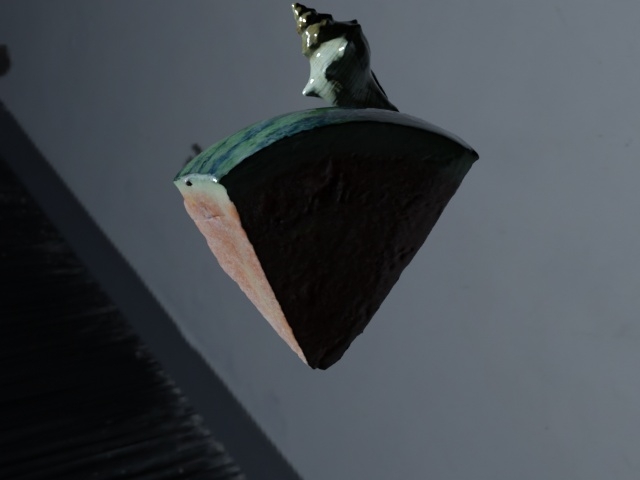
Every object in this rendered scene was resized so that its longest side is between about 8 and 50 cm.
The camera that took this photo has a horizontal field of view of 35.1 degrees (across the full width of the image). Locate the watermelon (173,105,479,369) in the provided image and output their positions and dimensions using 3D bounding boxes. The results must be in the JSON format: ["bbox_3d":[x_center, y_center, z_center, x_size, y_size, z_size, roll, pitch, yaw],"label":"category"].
[{"bbox_3d":[0.010,-0.034,1.109,0.250,0.283,0.292,-45,65,51],"label":"watermelon"}]

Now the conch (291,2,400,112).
[{"bbox_3d":[0.029,-0.239,1.446,0.114,0.234,0.137,-24,37,11],"label":"conch"}]
